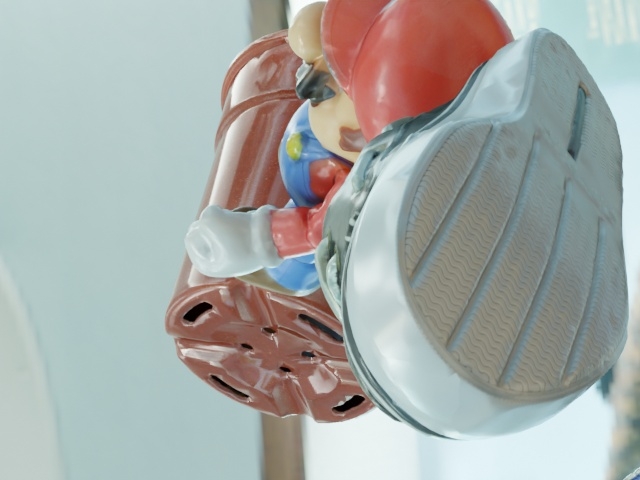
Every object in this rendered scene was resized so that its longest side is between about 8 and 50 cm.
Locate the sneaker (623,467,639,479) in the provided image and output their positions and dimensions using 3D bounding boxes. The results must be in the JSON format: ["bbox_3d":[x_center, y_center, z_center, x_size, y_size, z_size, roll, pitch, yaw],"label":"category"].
[{"bbox_3d":[0.269,0.146,0.893,0.131,0.296,0.111,-15,-93,-22],"label":"sneaker"}]

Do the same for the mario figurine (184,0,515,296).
[{"bbox_3d":[0.008,-0.083,1.066,0.320,0.170,0.198,133,137,-64],"label":"mario figurine"}]

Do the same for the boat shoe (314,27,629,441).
[{"bbox_3d":[0.060,0.008,0.756,0.121,0.119,0.335,53,-155,-6],"label":"boat shoe"}]

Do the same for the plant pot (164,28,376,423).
[{"bbox_3d":[0.000,0.000,1.520,0.272,0.272,0.265,57,-139,-41],"label":"plant pot"}]
